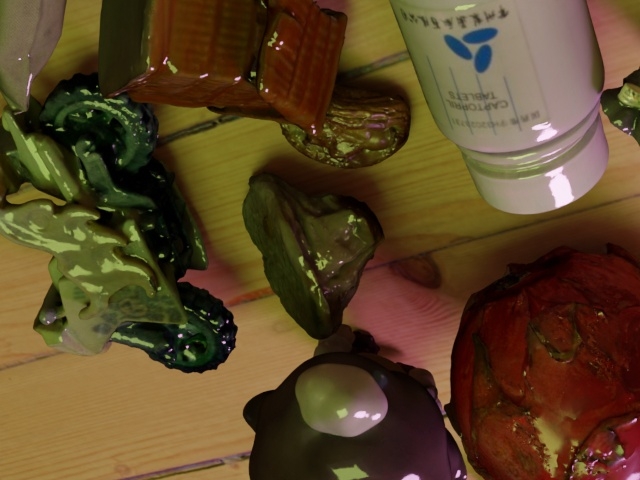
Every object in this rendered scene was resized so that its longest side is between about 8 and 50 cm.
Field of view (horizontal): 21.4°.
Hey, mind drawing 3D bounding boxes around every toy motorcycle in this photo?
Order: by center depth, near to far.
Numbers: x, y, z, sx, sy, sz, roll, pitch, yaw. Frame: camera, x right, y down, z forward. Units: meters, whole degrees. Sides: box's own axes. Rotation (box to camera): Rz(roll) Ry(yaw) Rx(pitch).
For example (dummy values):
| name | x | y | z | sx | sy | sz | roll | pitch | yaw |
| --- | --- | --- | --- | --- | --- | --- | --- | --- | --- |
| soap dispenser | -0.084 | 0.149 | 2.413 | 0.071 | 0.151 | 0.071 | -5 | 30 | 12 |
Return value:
| name | x | y | z | sx | sy | sz | roll | pitch | yaw |
| --- | --- | --- | --- | --- | --- | --- | --- | --- | --- |
| toy motorcycle | -0.245 | -0.006 | 1.885 | 0.237 | 0.169 | 0.410 | -5 | 127 | 16 |

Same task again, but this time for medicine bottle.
| name | x | y | z | sx | sy | sz | roll | pitch | yaw |
| --- | --- | --- | --- | --- | --- | --- | --- | --- | --- |
| medicine bottle | 0.169 | -0.175 | 1.552 | 0.170 | 0.170 | 0.293 | -5 | 133 | 24 |

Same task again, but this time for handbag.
| name | x | y | z | sx | sy | sz | roll | pitch | yaw |
| --- | --- | --- | --- | --- | --- | --- | --- | --- | --- |
| handbag | -0.301 | -0.312 | 1.563 | 0.253 | 0.109 | 0.316 | 53 | 145 | 27 |

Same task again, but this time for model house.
| name | x | y | z | sx | sy | sz | roll | pitch | yaw |
| --- | --- | --- | --- | --- | --- | --- | --- | --- | --- |
| model house | -0.083 | -0.214 | 1.623 | 0.229 | 0.199 | 0.219 | 8 | -176 | -23 |

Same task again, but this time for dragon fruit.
| name | x | y | z | sx | sy | sz | roll | pitch | yaw |
| --- | --- | --- | --- | --- | --- | --- | --- | --- | --- |
| dragon fruit | 0.279 | 0.159 | 1.768 | 0.295 | 0.295 | 0.302 | -23 | 97 | 37 |

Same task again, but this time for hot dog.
| name | x | y | z | sx | sy | sz | roll | pitch | yaw |
| --- | --- | --- | --- | --- | --- | --- | --- | --- | --- |
| hot dog | 0.019 | -0.124 | 1.736 | 0.147 | 0.065 | 0.099 | 12 | 147 | 5 |

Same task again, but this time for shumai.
| name | x | y | z | sx | sy | sz | roll | pitch | yaw |
| --- | --- | --- | --- | --- | --- | --- | --- | --- | --- |
| shumai | 0.000 | 0.000 | 1.840 | 0.120 | 0.201 | 0.201 | -24 | 135 | -13 |

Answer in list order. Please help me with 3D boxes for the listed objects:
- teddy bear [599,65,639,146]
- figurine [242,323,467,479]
| name | x | y | z | sx | sy | sz | roll | pitch | yaw |
| --- | --- | --- | --- | --- | --- | --- | --- | --- | --- |
| teddy bear | 0.395 | -0.163 | 1.523 | 0.251 | 0.144 | 0.171 | -38 | 149 | 26 |
| figurine | 0.060 | 0.187 | 1.836 | 0.206 | 0.365 | 0.218 | -39 | 96 | 27 |
